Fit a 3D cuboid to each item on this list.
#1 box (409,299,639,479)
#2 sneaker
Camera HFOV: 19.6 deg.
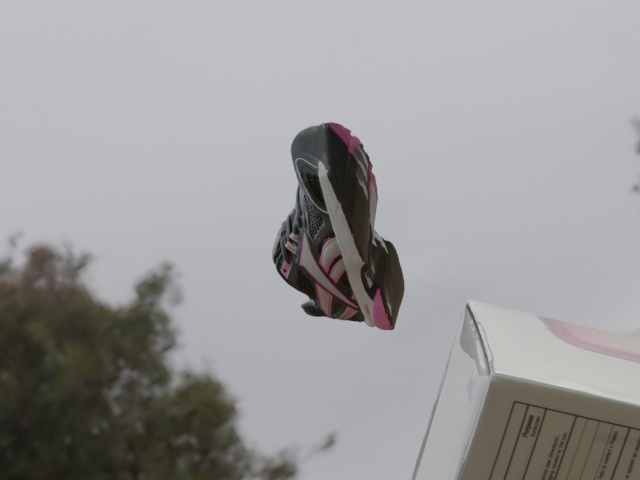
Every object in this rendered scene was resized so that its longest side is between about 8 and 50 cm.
[{"bbox_3d":[0.187,0.147,1.174,0.127,0.232,0.149,-95,20,-69],"label":"box"},{"bbox_3d":[0.000,0.000,1.234,0.077,0.072,0.178,-3,-46,16],"label":"sneaker"}]
